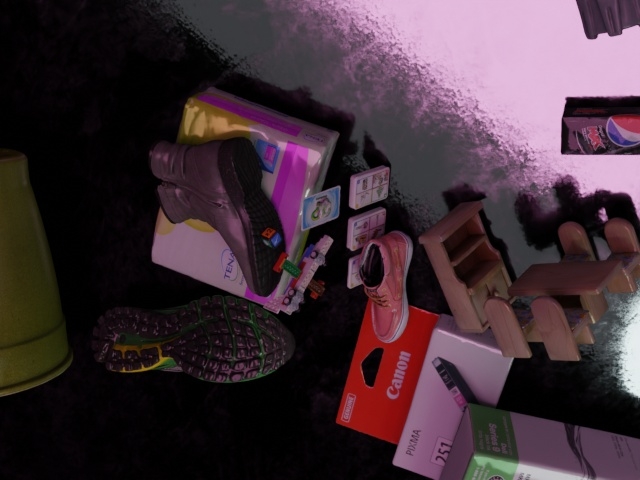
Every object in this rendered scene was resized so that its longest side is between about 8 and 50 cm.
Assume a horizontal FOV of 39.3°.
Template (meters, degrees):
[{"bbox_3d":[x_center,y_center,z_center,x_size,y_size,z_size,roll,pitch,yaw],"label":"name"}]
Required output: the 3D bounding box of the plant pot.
[{"bbox_3d":[-0.593,0.031,1.445,0.367,0.366,0.353,5,102,16],"label":"plant pot"}]

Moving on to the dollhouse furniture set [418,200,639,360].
[{"bbox_3d":[0.279,0.033,1.217,0.242,0.212,0.161,-5,115,49],"label":"dollhouse furniture set"}]

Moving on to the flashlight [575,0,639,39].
[{"bbox_3d":[0.332,-0.399,1.071,0.103,0.103,0.304,-14,106,20],"label":"flashlight"}]

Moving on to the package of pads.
[{"bbox_3d":[-0.125,-0.063,1.364,0.229,0.101,0.296,21,117,8],"label":"package of pads"}]

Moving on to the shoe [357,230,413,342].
[{"bbox_3d":[0.090,0.075,1.348,0.063,0.081,0.178,17,109,35],"label":"shoe"}]

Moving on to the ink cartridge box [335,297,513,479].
[{"bbox_3d":[0.157,0.240,1.428,0.239,0.060,0.275,17,117,9],"label":"ink cartridge box"}]

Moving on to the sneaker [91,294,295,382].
[{"bbox_3d":[-0.194,0.155,1.463,0.344,0.146,0.134,1,86,25],"label":"sneaker"}]

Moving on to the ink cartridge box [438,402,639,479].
[{"bbox_3d":[0.337,0.388,1.361,0.289,0.121,0.211,12,117,-3],"label":"ink cartridge box"}]

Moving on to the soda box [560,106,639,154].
[{"bbox_3d":[0.404,-0.144,1.180,0.169,0.060,0.053,2,112,18],"label":"soda box"}]

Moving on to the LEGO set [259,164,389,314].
[{"bbox_3d":[0.000,0.000,1.291,0.060,0.244,0.182,23,122,38],"label":"LEGO set"}]

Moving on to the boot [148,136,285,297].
[{"bbox_3d":[-0.150,-0.036,1.297,0.161,0.083,0.246,-2,113,30],"label":"boot"}]
